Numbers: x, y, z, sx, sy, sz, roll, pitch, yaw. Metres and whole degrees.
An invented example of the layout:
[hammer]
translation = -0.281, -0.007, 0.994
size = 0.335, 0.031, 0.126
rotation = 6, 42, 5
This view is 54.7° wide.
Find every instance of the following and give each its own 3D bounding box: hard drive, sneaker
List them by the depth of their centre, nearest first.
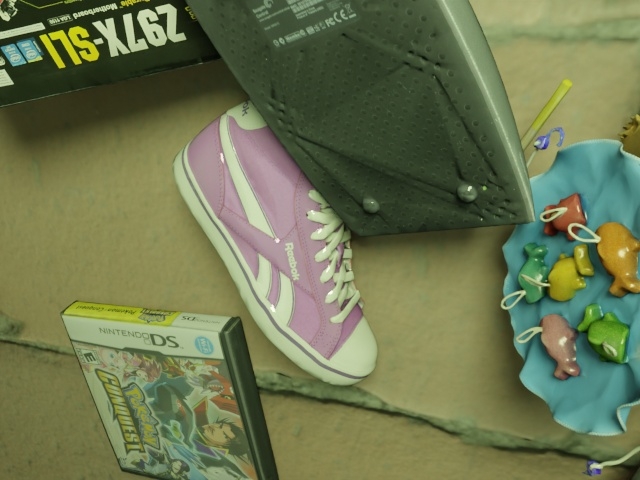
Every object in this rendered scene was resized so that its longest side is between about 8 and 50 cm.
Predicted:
[hard drive]
translation = 0.029, -0.110, 0.405
size = 0.172, 0.054, 0.255
rotation = -5, 132, 43
[sneaker]
translation = -0.001, 0.000, 0.555
size = 0.161, 0.102, 0.282
rotation = -29, 102, 30

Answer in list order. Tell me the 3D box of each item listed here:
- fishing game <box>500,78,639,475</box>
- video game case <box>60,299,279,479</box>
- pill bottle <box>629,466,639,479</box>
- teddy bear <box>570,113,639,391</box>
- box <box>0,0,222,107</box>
[fishing game]
translation = 0.157, 0.030, 0.394
size = 0.041, 0.264, 0.189
rotation = 1, 152, -12
[video game case]
translation = -0.188, 0.209, 0.792
size = 0.248, 0.035, 0.275
rotation = 2, 117, 23
[pill bottle]
translation = 0.328, 0.280, 0.539
size = 0.130, 0.130, 0.246
rotation = 8, 119, 20
[teddy bear]
translation = 0.241, -0.015, 0.361
size = 0.113, 0.245, 0.338
rotation = 4, 121, -7
[box]
translation = -0.188, -0.239, 0.432
size = 0.321, 0.079, 0.257
rotation = -9, 135, 13
